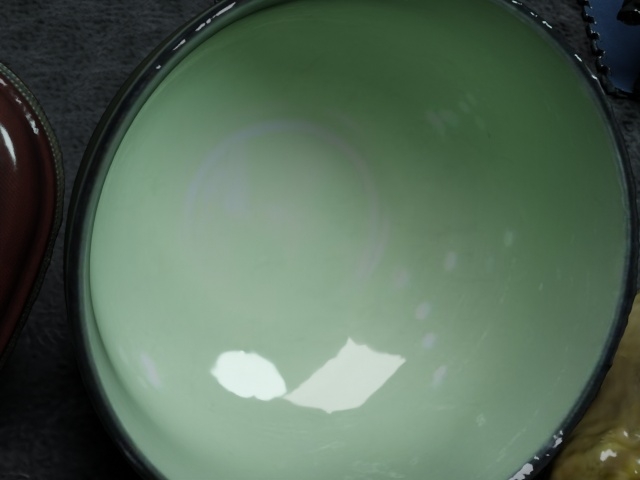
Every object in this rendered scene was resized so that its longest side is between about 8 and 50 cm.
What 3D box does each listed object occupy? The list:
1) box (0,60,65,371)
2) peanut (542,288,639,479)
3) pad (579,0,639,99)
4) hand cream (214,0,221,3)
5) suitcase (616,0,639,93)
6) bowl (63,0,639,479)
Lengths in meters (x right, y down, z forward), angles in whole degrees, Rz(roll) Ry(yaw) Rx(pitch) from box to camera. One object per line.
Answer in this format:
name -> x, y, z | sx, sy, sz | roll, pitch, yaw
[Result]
box -> -0.348, -0.045, 0.894 | 0.404, 0.263, 0.108 | 26, 8, 1
peanut -> 0.214, 0.130, 1.006 | 0.122, 0.137, 0.253 | 25, 65, 15
pad -> 0.353, -0.217, 1.414 | 0.269, 0.012, 0.269 | 6, 51, -15
hand cream -> 0.058, -0.161, 1.242 | 0.270, 0.061, 0.120 | 29, 48, 11
suitcase -> 0.381, -0.214, 1.267 | 0.235, 0.143, 0.194 | 2, 40, 32
bowl -> 0.000, 0.000, 0.963 | 0.354, 0.353, 0.185 | -2, 11, -21
